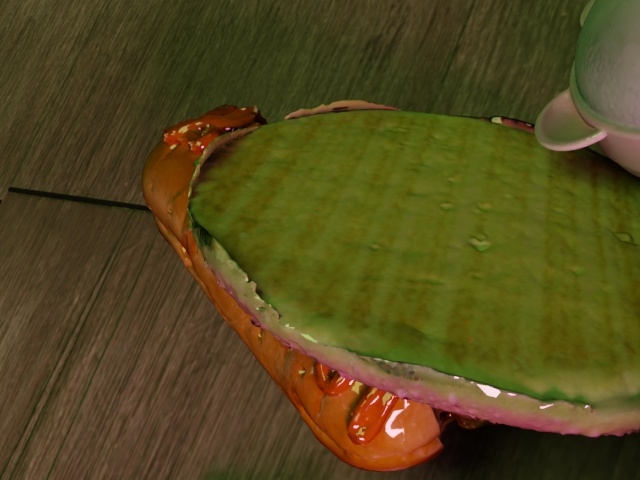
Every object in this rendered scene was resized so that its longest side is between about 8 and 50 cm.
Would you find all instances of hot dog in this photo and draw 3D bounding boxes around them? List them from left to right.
[{"bbox_3d":[0.000,0.000,0.589,0.349,0.158,0.117,47,141,47],"label":"hot dog"}]

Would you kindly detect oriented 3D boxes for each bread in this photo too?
[{"bbox_3d":[0.073,-0.001,0.460,0.301,0.301,0.045,45,134,48],"label":"bread"}]

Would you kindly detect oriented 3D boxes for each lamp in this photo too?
[{"bbox_3d":[0.238,-0.115,0.472,0.246,0.108,0.179,-1,51,39],"label":"lamp"}]
